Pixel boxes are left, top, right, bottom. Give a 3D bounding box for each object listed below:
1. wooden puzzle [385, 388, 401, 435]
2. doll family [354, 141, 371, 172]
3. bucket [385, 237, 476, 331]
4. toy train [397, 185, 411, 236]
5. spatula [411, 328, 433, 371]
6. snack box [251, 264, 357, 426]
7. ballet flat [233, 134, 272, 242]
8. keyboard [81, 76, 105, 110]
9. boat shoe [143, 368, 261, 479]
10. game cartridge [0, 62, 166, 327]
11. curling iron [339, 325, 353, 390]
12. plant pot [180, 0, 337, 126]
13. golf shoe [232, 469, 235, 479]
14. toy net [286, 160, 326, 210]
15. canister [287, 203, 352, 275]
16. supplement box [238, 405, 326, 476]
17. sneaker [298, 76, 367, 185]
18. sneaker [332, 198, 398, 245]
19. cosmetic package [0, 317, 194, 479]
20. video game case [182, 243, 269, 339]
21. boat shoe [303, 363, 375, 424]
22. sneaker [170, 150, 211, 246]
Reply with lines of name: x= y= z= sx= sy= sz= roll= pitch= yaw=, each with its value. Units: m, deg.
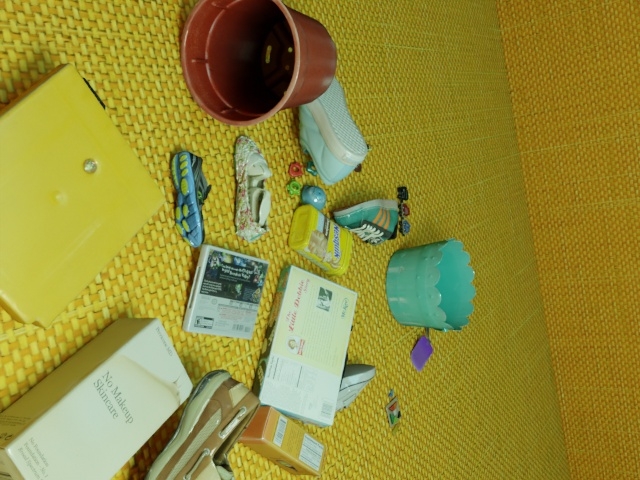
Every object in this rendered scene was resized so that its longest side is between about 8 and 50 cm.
wooden puzzle: x=0.213 y=0.497 z=1.889 sx=0.078 sy=0.014 sz=0.116 roll=-39 pitch=116 yaw=-51
doll family: x=0.079 y=-0.262 z=1.730 sx=0.193 sy=0.076 sz=0.111 roll=47 pitch=17 yaw=-37
bucket: x=0.333 y=0.138 z=1.974 sx=0.281 sy=0.183 sz=0.281 roll=11 pitch=76 yaw=-54
toy train: x=0.262 y=-0.091 z=2.036 sx=0.027 sy=0.036 sz=0.158 roll=8 pitch=78 yaw=-54
spatula: x=0.353 y=0.282 z=2.110 sx=0.084 sy=0.030 sz=0.296 roll=55 pitch=44 yaw=-31
snack box: x=-0.033 y=0.236 z=1.478 sx=0.187 sy=0.060 sz=0.322 roll=25 pitch=62 yaw=-22
ballet flat: x=-0.140 y=-0.116 z=1.429 sx=0.091 sy=0.077 sz=0.241 roll=7 pitch=78 yaw=-54
keyboard: x=-0.423 y=-0.197 z=1.071 sx=0.100 sy=0.038 sz=0.192 roll=54 pitch=43 yaw=-35
boat shoe: x=-0.210 y=0.387 z=1.123 sx=0.324 sy=0.119 sz=0.122 roll=-64 pitch=165 yaw=-7
game cartridge: x=-0.420 y=-0.066 z=1.011 sx=0.324 sy=0.052 sz=0.285 roll=-54 pitch=131 yaw=-33
curling iron: x=0.047 y=0.279 z=1.604 sx=0.274 sy=0.035 sz=0.068 roll=-74 pitch=152 yaw=-56
plant pot: x=-0.105 y=-0.386 z=1.384 sx=0.265 sy=0.272 sz=0.273 roll=-26 pitch=106 yaw=-62
golf shoe: x=-0.227 y=0.426 z=1.242 sx=0.086 sy=0.069 sz=0.176 roll=-37 pitch=110 yaw=-32
toy net: x=-0.023 y=-0.189 z=1.646 sx=0.122 sy=0.045 sz=0.232 roll=22 pitch=61 yaw=-20
canister: x=0.000 y=0.000 z=1.615 sx=0.170 sy=0.073 sz=0.126 roll=35 pitch=56 yaw=-45
supplement box: x=-0.080 y=0.440 z=1.423 sx=0.233 sy=0.078 sz=0.080 roll=50 pitch=43 yaw=-39
sneaker: x=-0.015 y=-0.291 z=1.588 sx=0.135 sy=0.150 sz=0.366 roll=13 pitch=45 yaw=-36
sneaker: x=0.139 y=-0.046 z=1.791 sx=0.302 sy=0.108 sz=0.121 roll=-7 pitch=86 yaw=-57
cosmetic package: x=-0.357 y=0.271 z=1.024 sx=0.309 sy=0.113 sz=0.160 roll=-46 pitch=121 yaw=-47
video game case: x=-0.190 y=0.109 z=1.338 sx=0.190 sy=0.022 sz=0.173 roll=19 pitch=82 yaw=-52
boat shoe: x=0.043 y=0.372 z=1.597 sx=0.267 sy=0.096 sz=0.088 roll=-15 pitch=104 yaw=-53
sneaker: x=-0.244 y=-0.082 z=1.282 sx=0.078 sy=0.067 sz=0.188 roll=-2 pitch=85 yaw=-53
